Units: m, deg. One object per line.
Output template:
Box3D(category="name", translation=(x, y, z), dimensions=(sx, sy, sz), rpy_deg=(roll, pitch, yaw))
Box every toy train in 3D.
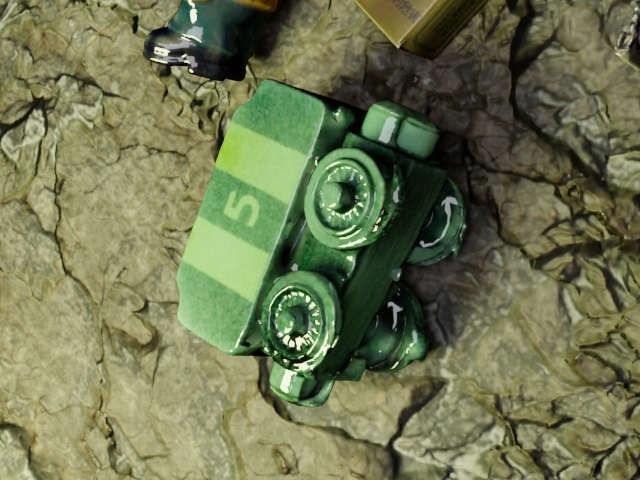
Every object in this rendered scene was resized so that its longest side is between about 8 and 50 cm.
Box3D(category="toy train", translation=(0.000, 0.000, 1.142), dimensions=(0.238, 0.167, 0.299), rpy_deg=(29, 101, 38))

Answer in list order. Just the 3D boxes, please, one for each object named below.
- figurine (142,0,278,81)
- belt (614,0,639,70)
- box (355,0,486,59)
Box3D(category="figurine", translation=(-0.062, -0.324, 1.181), dimensions=(0.204, 0.185, 0.332), rpy_deg=(5, 98, 14))
Box3D(category="belt", translation=(0.312, -0.281, 1.003), dimensions=(0.126, 0.094, 0.360), rpy_deg=(-4, 88, 25))
Box3D(category="box", translation=(0.122, -0.312, 1.128), dimensions=(0.240, 0.071, 0.159), rpy_deg=(-46, 65, 21))
